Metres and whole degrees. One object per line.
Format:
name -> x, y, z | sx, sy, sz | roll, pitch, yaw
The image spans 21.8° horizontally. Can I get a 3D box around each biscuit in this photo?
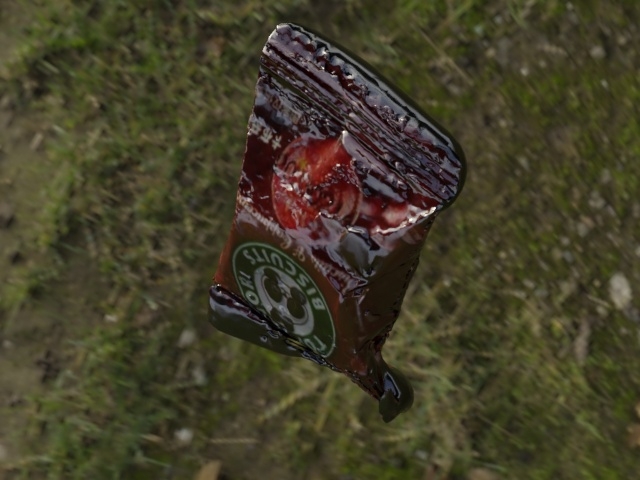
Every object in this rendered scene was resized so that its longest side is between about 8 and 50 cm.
biscuit -> 0.005, 0.003, 0.984 | 0.151, 0.235, 0.063 | 37, 49, 25
